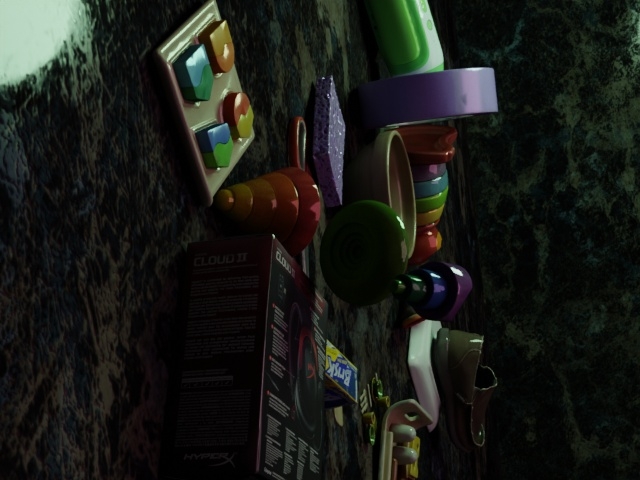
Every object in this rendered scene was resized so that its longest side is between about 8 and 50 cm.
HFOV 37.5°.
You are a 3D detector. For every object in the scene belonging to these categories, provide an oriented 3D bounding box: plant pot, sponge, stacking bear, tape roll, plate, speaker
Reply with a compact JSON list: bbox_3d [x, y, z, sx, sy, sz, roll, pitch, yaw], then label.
[{"bbox_3d":[0.101,-0.079,1.741,0.237,0.109,0.237,-6,90,-75],"label":"plant pot"},{"bbox_3d":[0.015,-0.167,1.576,0.210,0.031,0.117,-88,167,-45],"label":"sponge"},{"bbox_3d":[0.198,-0.082,1.994,0.175,0.164,0.289,-68,159,-62],"label":"stacking bear"},{"bbox_3d":[0.215,-0.284,1.901,0.275,0.274,0.090,-21,105,-73],"label":"tape roll"},{"bbox_3d":[0.268,0.279,2.308,0.277,0.045,0.278,-77,156,-45],"label":"plate"},{"bbox_3d":[0.173,-0.488,2.036,0.131,0.131,0.297,-61,135,-62],"label":"speaker"}]

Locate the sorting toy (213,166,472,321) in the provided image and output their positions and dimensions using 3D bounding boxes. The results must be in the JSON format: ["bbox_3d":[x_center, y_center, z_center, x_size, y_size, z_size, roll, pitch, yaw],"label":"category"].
[{"bbox_3d":[0.000,0.000,1.099,0.126,0.365,0.127,10,103,-48],"label":"sorting toy"}]

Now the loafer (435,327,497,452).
[{"bbox_3d":[0.366,0.374,2.300,0.134,0.130,0.366,-73,153,-53],"label":"loafer"}]

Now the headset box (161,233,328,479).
[{"bbox_3d":[-0.073,0.144,1.078,0.218,0.110,0.293,55,34,-60],"label":"headset box"}]

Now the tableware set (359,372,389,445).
[{"bbox_3d":[0.106,0.319,1.782,0.154,0.024,0.104,-35,119,-72],"label":"tableware set"}]

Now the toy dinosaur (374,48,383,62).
[{"bbox_3d":[0.156,-0.470,2.153,0.092,0.053,0.183,57,32,-55],"label":"toy dinosaur"}]

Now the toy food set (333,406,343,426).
[{"bbox_3d":[-0.029,0.191,1.360,0.192,0.038,0.132,43,38,-50],"label":"toy food set"}]

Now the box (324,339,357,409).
[{"bbox_3d":[-0.008,0.171,1.298,0.169,0.054,0.059,48,34,-45],"label":"box"}]

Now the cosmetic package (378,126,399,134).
[{"bbox_3d":[0.162,-0.209,2.109,0.115,0.041,0.060,65,25,-49],"label":"cosmetic package"}]

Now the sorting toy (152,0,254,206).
[{"bbox_3d":[-0.127,-0.170,1.125,0.208,0.038,0.193,-71,151,-55],"label":"sorting toy"}]

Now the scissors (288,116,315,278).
[{"bbox_3d":[-0.032,-0.046,1.449,0.109,0.021,0.297,57,33,-62],"label":"scissors"}]

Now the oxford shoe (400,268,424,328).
[{"bbox_3d":[0.213,0.129,2.129,0.098,0.097,0.271,63,14,-2],"label":"oxford shoe"}]

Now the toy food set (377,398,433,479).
[{"bbox_3d":[0.180,0.479,1.831,0.220,0.092,0.306,49,44,-63],"label":"toy food set"}]
